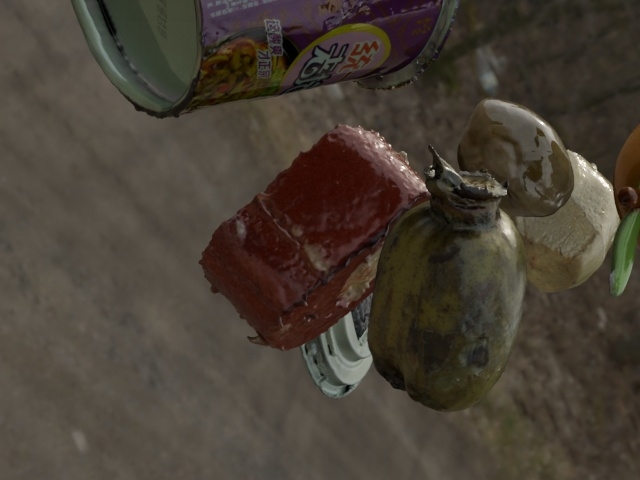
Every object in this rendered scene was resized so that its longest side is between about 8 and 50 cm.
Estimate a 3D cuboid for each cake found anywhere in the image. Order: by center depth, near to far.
[{"bbox_3d":[0.000,0.000,1.698,0.151,0.283,0.177,46,-3,14],"label":"cake"}]

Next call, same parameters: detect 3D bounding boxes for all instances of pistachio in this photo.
[{"bbox_3d":[0.216,-0.083,1.566,0.185,0.108,0.126,41,29,-47],"label":"pistachio"}]

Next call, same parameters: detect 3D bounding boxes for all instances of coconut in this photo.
[{"bbox_3d":[0.320,-0.032,1.965,0.194,0.194,0.194,51,24,-33],"label":"coconut"}]

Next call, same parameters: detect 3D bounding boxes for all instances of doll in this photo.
[{"bbox_3d":[0.407,-0.054,1.591,0.236,0.213,0.213,-16,80,-37],"label":"doll"}]

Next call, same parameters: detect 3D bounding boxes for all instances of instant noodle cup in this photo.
[{"bbox_3d":[-0.072,-0.265,1.367,0.266,0.340,0.339,-24,88,-30],"label":"instant noodle cup"}]

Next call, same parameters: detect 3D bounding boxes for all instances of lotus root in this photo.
[{"bbox_3d":[0.126,0.033,1.358,0.154,0.154,0.278,-67,164,-64],"label":"lotus root"}]

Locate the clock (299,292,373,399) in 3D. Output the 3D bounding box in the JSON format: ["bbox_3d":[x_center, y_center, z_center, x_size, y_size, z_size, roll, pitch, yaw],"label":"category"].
[{"bbox_3d":[0.037,0.090,1.889,0.236,0.053,0.236,11,78,-62],"label":"clock"}]
